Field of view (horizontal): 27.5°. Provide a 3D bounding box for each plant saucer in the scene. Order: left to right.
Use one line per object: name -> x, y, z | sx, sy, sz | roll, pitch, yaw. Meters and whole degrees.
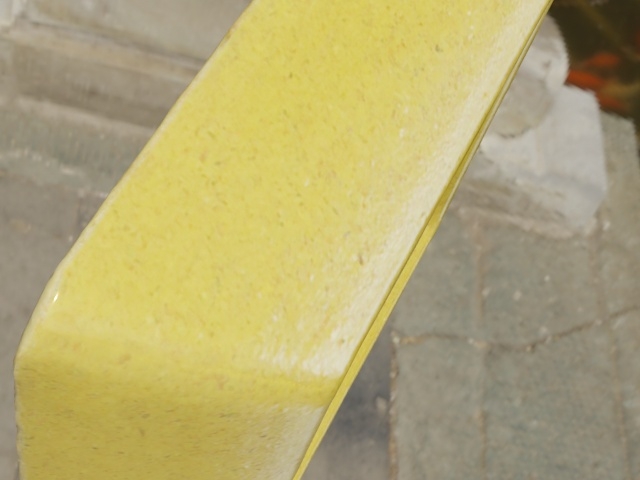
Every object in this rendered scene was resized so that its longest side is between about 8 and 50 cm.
plant saucer -> 0.000, 0.000, 0.542 | 0.081, 0.333, 0.333 | 28, 58, 6
